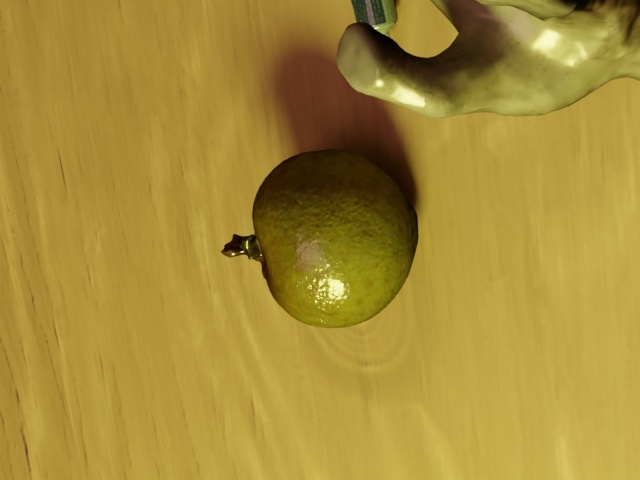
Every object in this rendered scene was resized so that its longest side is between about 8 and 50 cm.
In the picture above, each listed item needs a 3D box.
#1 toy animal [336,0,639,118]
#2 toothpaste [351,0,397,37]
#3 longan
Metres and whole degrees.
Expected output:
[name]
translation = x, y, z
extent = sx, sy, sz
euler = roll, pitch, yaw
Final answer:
[toy animal]
translation = 0.123, -0.233, 1.258
extent = 0.194, 0.303, 0.344
euler = -53, 52, 39
[toothpaste]
translation = 0.033, -0.250, 1.443
extent = 0.057, 0.035, 0.197
euler = -3, 108, 36
[longan]
translation = 0.000, 0.000, 1.521
extent = 0.145, 0.176, 0.154
euler = 66, -167, -66
